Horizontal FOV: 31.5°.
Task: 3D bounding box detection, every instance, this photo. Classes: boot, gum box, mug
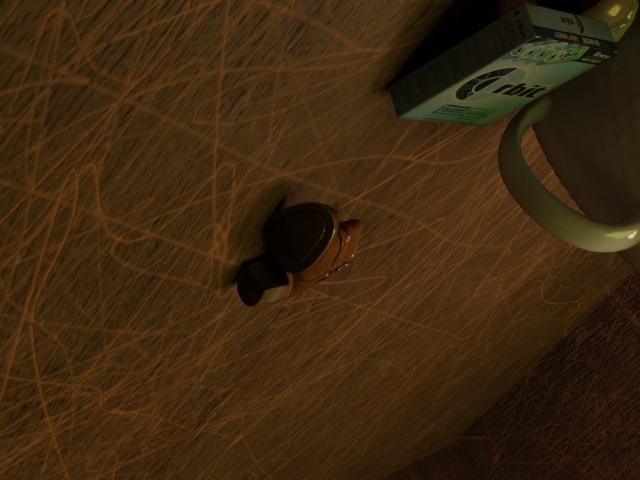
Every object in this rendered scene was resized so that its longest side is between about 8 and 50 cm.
[{"bbox_3d":[0.000,0.000,1.324,0.152,0.073,0.197,-20,165,-41],"label":"boot"},{"bbox_3d":[0.190,-0.178,1.186,0.157,0.041,0.184,-1,161,-46],"label":"gum box"},{"bbox_3d":[0.380,-0.115,1.362,0.374,0.328,0.276,-28,157,-29],"label":"mug"}]

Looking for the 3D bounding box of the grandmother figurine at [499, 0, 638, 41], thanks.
[{"bbox_3d":[0.266,-0.286,1.134,0.208,0.104,0.342,-33,159,10],"label":"grandmother figurine"}]
